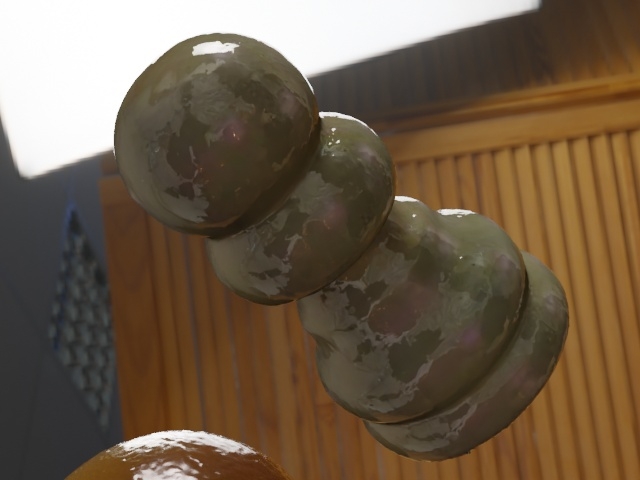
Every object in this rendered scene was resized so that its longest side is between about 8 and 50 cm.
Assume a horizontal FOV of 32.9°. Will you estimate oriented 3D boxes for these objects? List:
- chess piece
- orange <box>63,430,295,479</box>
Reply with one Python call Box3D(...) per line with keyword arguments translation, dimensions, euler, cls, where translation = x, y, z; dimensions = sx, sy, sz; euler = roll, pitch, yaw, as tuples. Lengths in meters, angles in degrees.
Box3D(translation=(0.000, 0.000, 0.380), dimensions=(0.170, 0.094, 0.094), euler=(39, -150, -27), cls="chess piece")
Box3D(translation=(-0.084, 0.210, 0.639), dimensions=(0.206, 0.206, 0.206), euler=(-8, -90, -83), cls="orange")
